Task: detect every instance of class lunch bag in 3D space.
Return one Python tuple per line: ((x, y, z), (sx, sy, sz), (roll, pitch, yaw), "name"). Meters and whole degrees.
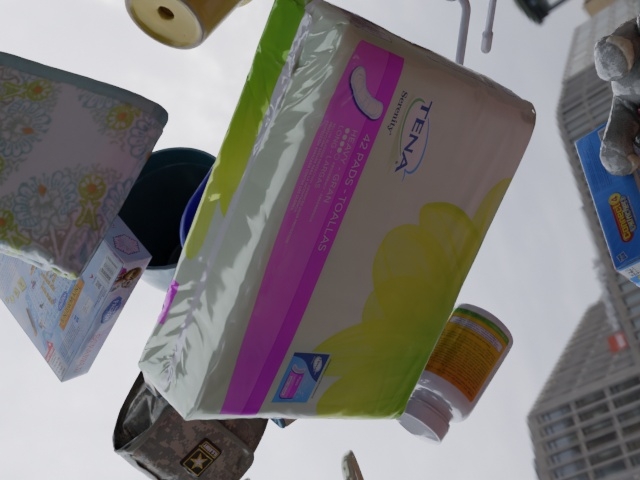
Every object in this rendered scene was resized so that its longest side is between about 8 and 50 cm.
((-0.223, 0.318, 1.537), (0.235, 0.169, 0.287), (50, -134, -35), "lunch bag")

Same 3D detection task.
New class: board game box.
((-0.471, 0.033, 1.516), (0.318, 0.319, 0.066), (48, -146, 19), "board game box")
((0.617, -0.027, 1.550), (0.302, 0.086, 0.308), (29, -139, -33), "board game box")

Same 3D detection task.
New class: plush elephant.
((0.621, -0.276, 1.405), (0.330, 0.255, 0.272), (-53, -40, -39), "plush elephant")

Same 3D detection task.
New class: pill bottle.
((0.241, 0.248, 1.574), (0.136, 0.136, 0.246), (47, -115, -20), "pill bottle")

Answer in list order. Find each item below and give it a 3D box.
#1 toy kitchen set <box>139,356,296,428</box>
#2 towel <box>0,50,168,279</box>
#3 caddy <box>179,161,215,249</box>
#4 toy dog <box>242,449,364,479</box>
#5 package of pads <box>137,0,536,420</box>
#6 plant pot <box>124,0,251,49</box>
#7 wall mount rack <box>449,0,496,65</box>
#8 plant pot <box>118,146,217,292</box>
((-0.164, 0.237, 1.371), (0.166, 0.207, 0.122), (-32, -51, -25), "toy kitchen set")
((-0.474, -0.132, 1.380), (0.090, 0.374, 0.320), (72, -141, -66), "towel")
((-0.017, -0.043, 1.010), (0.179, 0.241, 0.341), (75, -149, -44), "caddy")
((-0.081, 0.662, 1.788), (0.284, 0.408, 0.395), (-98, -8, -48), "toy dog")
((0.022, -0.006, 0.646), (0.229, 0.296, 0.101), (11, -164, -43), "package of pads")
((-0.242, -0.501, 1.598), (0.254, 0.254, 0.239), (40, -121, -30), "plant pot")
((0.172, -0.356, 1.144), (0.304, 0.130, 0.350), (52, -138, -19), "wall mount rack")
((-0.270, -0.005, 1.706), (0.255, 0.271, 0.272), (72, -175, -59), "plant pot")
